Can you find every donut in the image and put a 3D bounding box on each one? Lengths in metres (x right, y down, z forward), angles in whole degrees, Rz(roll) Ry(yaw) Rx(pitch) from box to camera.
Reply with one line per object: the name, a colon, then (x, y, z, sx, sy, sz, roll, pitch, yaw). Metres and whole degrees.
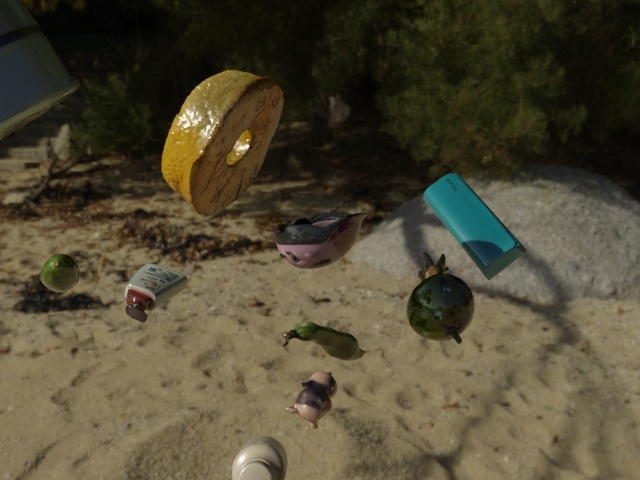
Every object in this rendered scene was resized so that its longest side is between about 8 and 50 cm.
donut: (-0.188, -0.195, 1.240, 0.110, 0.303, 0.303, 30, 14, 10)

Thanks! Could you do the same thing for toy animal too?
toy animal: (-0.006, 0.351, 1.467, 0.083, 0.089, 0.150, 32, 44, 13)

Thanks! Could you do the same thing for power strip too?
power strip: (-0.492, -0.182, 0.834, 0.357, 0.161, 0.357, -28, 20, 11)

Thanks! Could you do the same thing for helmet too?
helmet: (0.000, 0.000, 1.791, 0.253, 0.154, 0.198, -1, 3, -25)

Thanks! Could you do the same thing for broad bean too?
broad bean: (0.016, 0.241, 1.576, 0.325, 0.075, 0.067, 28, 5, -46)

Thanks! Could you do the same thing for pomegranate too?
pomegranate: (0.275, 0.130, 1.470, 0.156, 0.156, 0.220, 3, 38, 18)

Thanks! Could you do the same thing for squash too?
squash: (-0.495, 0.065, 1.241, 0.069, 0.069, 0.258, -3, -4, -24)

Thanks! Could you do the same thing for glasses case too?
glasses case: (0.373, -0.047, 1.626, 0.070, 0.117, 0.301, 40, 14, -44)

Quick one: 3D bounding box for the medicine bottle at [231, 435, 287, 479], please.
medicine bottle: (-0.128, 0.478, 1.362, 0.114, 0.114, 0.252, 0, -9, -1)

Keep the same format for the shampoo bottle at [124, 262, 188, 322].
shampoo bottle: (-0.514, 0.161, 1.960, 0.153, 0.071, 0.284, 20, 22, 0)
